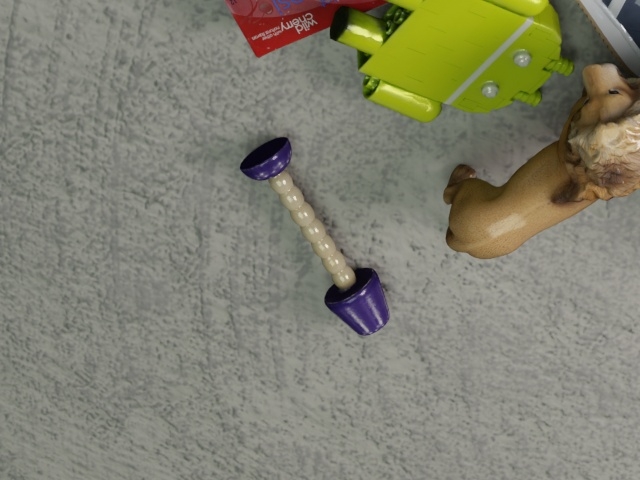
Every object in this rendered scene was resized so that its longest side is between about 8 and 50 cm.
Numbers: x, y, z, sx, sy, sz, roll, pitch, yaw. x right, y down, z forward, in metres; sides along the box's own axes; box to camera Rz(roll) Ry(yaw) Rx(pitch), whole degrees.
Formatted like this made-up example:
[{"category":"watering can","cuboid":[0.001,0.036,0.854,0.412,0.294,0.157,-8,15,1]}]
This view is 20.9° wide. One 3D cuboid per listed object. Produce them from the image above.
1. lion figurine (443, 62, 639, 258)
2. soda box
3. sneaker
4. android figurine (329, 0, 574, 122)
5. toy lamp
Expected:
[{"category":"lion figurine","cuboid":[0.253,-0.065,1.944,0.142,0.240,0.392,41,125,-5]},{"category":"soda box","cuboid":[0.025,-0.304,1.957,0.263,0.083,0.092,-19,117,24]},{"category":"sneaker","cuboid":[0.336,-0.313,1.867,0.153,0.099,0.282,-26,119,31]},{"category":"android figurine","cuboid":[0.156,-0.221,1.942,0.273,0.056,0.248,20,139,-26]},{"category":"toy lamp","cuboid":[0.000,0.000,2.161,0.080,0.080,0.275,-22,111,25]}]
